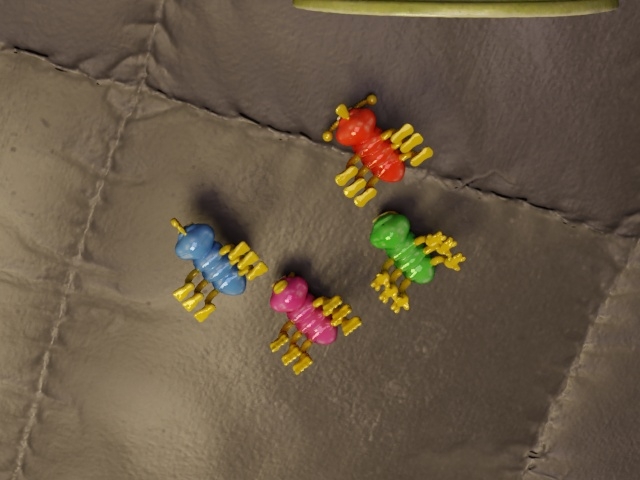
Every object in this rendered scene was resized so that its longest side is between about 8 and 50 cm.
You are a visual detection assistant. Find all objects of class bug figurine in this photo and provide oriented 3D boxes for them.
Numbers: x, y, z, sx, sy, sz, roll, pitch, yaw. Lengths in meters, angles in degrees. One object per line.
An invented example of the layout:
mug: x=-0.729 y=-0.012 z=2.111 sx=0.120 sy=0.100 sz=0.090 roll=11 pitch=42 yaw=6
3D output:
bug figurine: x=0.000 y=0.000 z=1.496 sx=0.279 sy=0.072 sz=0.216 roll=-34 pitch=115 yaw=7

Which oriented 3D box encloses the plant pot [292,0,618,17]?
plant pot: x=0.114 y=-0.321 z=1.284 sx=0.276 sy=0.276 sz=0.254 roll=0 pitch=102 yaw=-2
